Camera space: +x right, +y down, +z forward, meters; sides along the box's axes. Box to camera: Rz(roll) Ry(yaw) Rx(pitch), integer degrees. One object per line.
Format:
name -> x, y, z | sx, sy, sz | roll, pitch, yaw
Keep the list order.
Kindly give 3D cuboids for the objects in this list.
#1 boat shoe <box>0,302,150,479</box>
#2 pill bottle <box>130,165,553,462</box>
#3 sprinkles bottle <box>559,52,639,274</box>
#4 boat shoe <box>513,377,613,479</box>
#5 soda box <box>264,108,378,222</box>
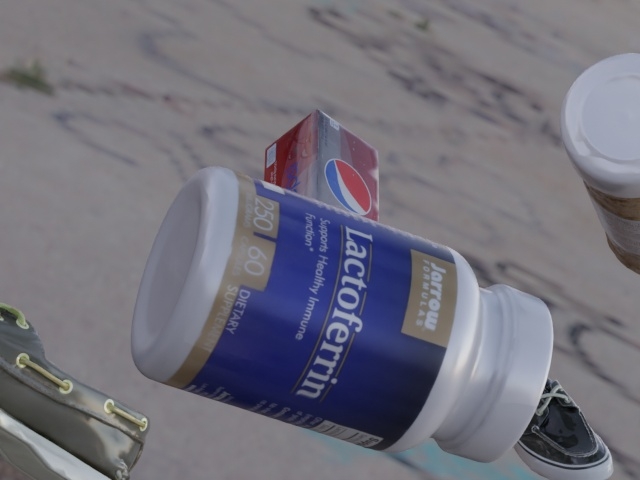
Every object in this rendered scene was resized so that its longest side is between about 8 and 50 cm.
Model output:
boat shoe -> -0.255, 0.104, 1.547 | 0.109, 0.091, 0.305 | 2, -33, 50
pill bottle -> 0.016, 0.058, 1.357 | 0.265, 0.153, 0.153 | 19, 12, -17
sprinkles bottle -> 0.306, -0.061, 1.847 | 0.121, 0.121, 0.355 | 29, -6, 20
boat shoe -> 0.230, 0.184, 2.079 | 0.078, 0.070, 0.219 | -19, 31, -23
soda box -> 0.000, 0.000, 1.936 | 0.092, 0.083, 0.263 | 34, 37, -29
